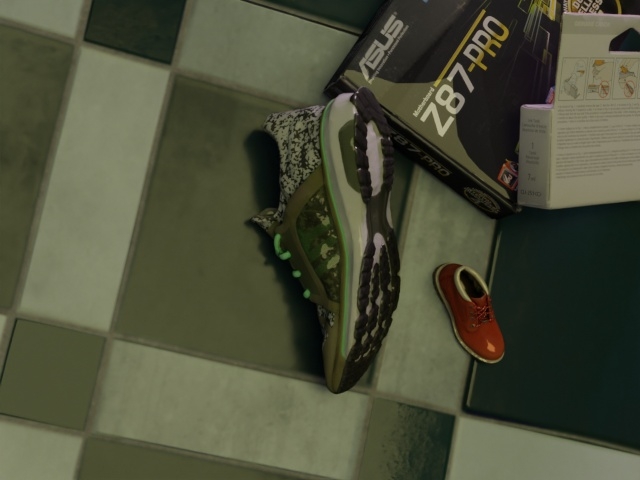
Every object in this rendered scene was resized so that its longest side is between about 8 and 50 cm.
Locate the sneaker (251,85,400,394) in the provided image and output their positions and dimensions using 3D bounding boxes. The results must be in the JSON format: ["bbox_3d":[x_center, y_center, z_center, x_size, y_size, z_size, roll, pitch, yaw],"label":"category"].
[{"bbox_3d":[0.000,0.000,1.665,0.182,0.158,0.410,2,97,26],"label":"sneaker"}]

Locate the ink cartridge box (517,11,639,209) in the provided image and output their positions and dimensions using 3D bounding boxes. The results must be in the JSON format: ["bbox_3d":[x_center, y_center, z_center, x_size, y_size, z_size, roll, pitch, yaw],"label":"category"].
[{"bbox_3d":[0.402,-0.184,1.725,0.296,0.066,0.261,-6,102,-38],"label":"ink cartridge box"}]

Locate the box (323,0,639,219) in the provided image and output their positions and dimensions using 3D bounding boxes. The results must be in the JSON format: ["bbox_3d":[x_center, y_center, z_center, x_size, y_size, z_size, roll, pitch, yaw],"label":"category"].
[{"bbox_3d":[0.240,-0.278,1.758,0.318,0.097,0.395,36,76,-9],"label":"box"}]

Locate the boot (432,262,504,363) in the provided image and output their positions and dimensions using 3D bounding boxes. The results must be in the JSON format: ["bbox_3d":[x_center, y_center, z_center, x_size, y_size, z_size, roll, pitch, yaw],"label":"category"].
[{"bbox_3d":[0.216,0.102,1.719,0.059,0.084,0.158,-32,95,-18],"label":"boot"}]
